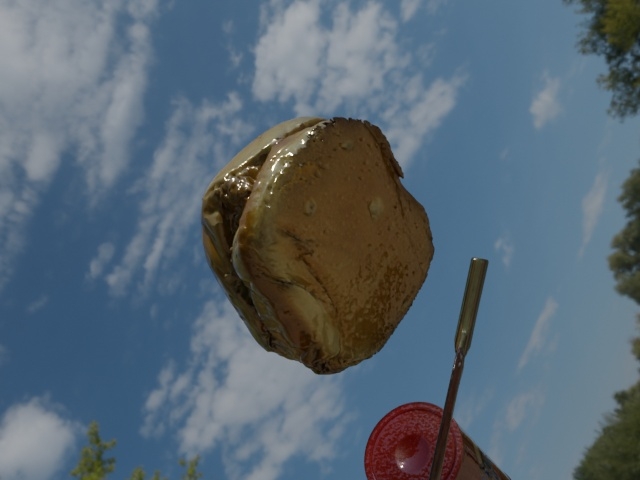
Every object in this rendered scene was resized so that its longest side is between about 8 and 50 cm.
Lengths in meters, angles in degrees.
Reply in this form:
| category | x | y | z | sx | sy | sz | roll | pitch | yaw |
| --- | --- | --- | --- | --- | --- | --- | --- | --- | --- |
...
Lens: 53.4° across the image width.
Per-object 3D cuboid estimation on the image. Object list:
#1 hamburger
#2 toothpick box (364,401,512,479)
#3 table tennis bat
| category | x | y | z | sx | sy | sz | roll | pitch | yaw |
| --- | --- | --- | --- | --- | --- | --- | --- | --- | --- |
| hamburger | 0.005 | 0.002 | 0.810 | 0.284 | 0.174 | 0.305 | -46 | -51 | -28 |
| toothpick box | 0.252 | 0.485 | 1.272 | 0.204 | 0.204 | 0.333 | -55 | -48 | -17 |
| table tennis bat | 0.165 | 0.168 | 0.785 | 0.173 | 0.022 | 0.301 | 55 | -131 | -70 |
